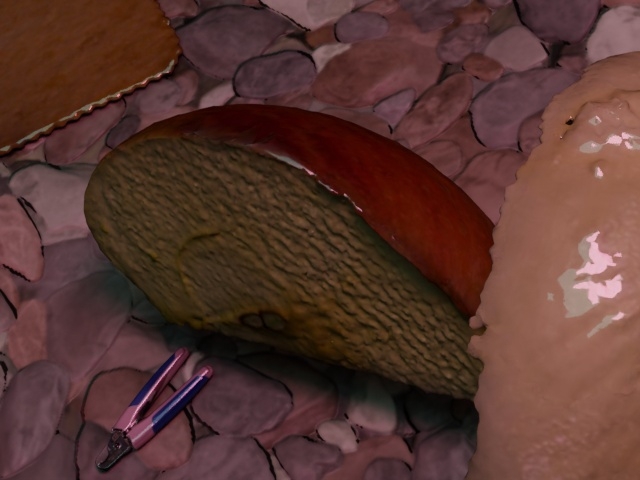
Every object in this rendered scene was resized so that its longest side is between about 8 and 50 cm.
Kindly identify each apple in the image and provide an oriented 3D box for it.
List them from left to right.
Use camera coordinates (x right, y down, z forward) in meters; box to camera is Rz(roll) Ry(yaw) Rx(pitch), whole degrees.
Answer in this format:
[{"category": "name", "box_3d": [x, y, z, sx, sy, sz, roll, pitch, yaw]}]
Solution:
[{"category": "apple", "box_3d": [0.000, 0.000, 1.123, 0.346, 0.254, 0.179, 14, 96, 32]}]

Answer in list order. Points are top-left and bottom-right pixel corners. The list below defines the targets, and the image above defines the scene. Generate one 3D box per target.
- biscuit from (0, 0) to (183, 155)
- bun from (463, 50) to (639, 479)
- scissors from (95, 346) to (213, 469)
[{"category": "biscuit", "box_3d": [-0.260, -0.188, 1.437, 0.237, 0.013, 0.232, -25, 57, 0]}, {"category": "bun", "box_3d": [0.221, 0.070, 0.953, 0.202, 0.364, 0.364, 12, 64, 20]}, {"category": "scissors", "box_3d": [-0.132, 0.131, 1.207, 0.039, 0.012, 0.113, 36, 75, 31]}]
